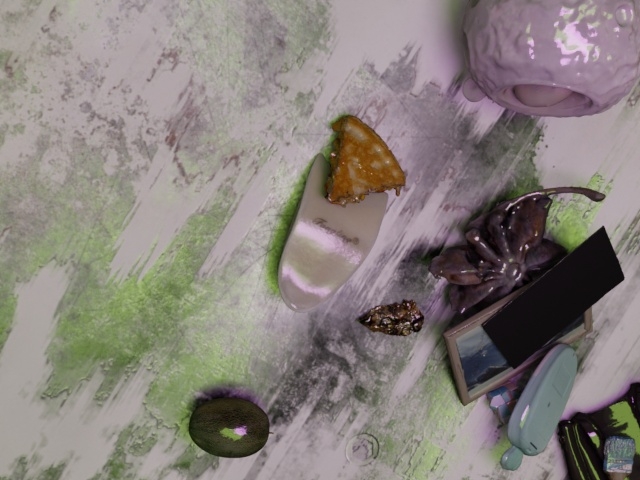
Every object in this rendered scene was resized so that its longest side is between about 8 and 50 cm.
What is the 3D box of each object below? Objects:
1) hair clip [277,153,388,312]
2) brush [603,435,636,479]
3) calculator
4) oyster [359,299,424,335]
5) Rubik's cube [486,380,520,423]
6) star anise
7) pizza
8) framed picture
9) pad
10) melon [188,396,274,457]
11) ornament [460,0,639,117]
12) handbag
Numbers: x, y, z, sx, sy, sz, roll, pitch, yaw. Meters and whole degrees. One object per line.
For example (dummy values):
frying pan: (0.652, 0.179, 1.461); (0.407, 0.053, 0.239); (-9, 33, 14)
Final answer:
hair clip: (0.007, -0.003, 1.301); (0.172, 0.113, 0.282); (30, 91, -15)
brush: (0.625, 0.512, 1.452); (0.070, 0.021, 0.197); (6, 93, -8)
calculator: (0.463, 0.352, 1.439); (0.295, 0.042, 0.184); (-58, 136, -13)
oyster: (0.148, 0.168, 1.401); (0.132, 0.029, 0.086); (-23, 103, -9)
Rubik's cube: (0.401, 0.349, 1.461); (0.075, 0.073, 0.084); (-40, 102, -3)
star anise: (0.375, 0.034, 1.381); (0.359, 0.139, 0.316); (-2, 119, -16)
pizza: (0.060, -0.126, 1.293); (0.188, 0.062, 0.199); (50, 54, -7)
framed picture: (0.412, 0.187, 1.401); (0.335, 0.022, 0.247); (-28, 131, -8)
pad: (0.469, 0.120, 1.366); (0.299, 0.005, 0.202); (-41, 132, 3)
melon: (-0.170, 0.362, 1.324); (0.167, 0.114, 0.114); (12, 97, -11)
ornament: (0.418, -0.385, 1.212); (0.336, 0.337, 0.337); (-2, 100, -11)
handbag: (0.682, 0.465, 1.524); (0.285, 0.113, 0.257); (-22, 94, -6)
